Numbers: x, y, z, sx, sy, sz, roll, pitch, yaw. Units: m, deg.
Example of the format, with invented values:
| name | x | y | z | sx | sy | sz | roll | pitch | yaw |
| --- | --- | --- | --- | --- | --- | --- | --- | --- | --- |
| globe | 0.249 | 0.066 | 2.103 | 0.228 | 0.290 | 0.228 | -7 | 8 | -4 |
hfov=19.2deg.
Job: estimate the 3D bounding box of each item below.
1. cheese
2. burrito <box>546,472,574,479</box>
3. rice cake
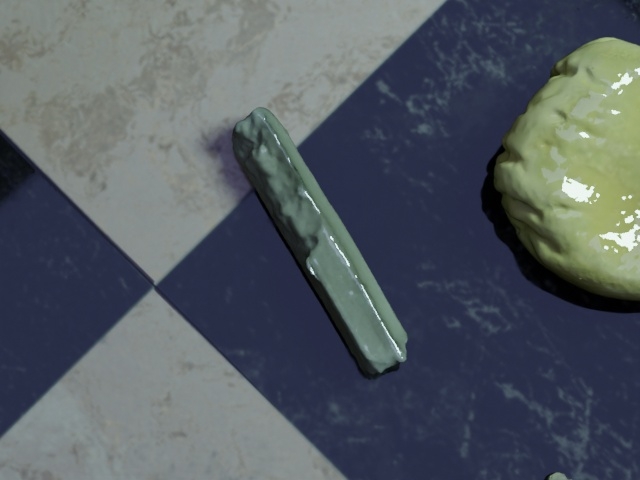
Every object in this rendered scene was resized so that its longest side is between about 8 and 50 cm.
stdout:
| name | x | y | z | sx | sy | sz | roll | pitch | yaw |
| --- | --- | --- | --- | --- | --- | --- | --- | --- | --- |
| cheese | 0.269 | -0.055 | 1.626 | 0.226 | 0.117 | 0.214 | 33 | 89 | -1 |
| burrito | 0.187 | 0.278 | 1.613 | 0.051 | 0.042 | 0.171 | 24 | 81 | 13 |
| rice cake | 0.000 | 0.000 | 1.640 | 0.052 | 0.057 | 0.256 | -30 | 84 | -6 |
